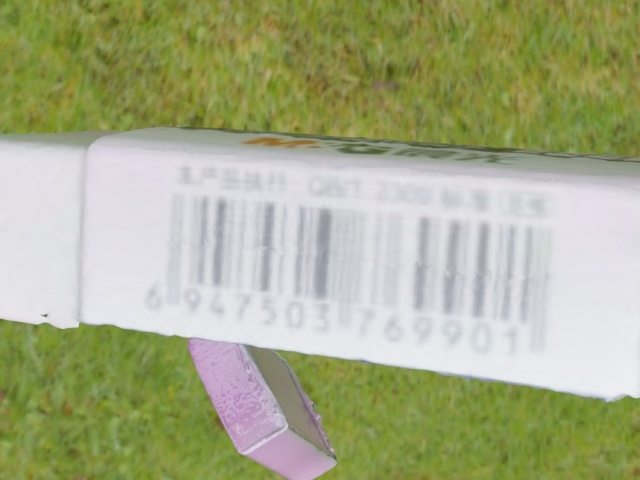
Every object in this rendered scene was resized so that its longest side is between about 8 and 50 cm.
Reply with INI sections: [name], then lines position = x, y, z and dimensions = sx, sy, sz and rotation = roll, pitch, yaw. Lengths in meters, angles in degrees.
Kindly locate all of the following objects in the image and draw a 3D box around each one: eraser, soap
[eraser]
position = 0.000, 0.000, 0.536
dimensions = 0.287, 0.130, 0.086
rotation = 6, 95, 22
[soap]
position = -0.075, 0.222, 1.808
dimensions = 0.081, 0.181, 0.259
rotation = -32, 156, 5
